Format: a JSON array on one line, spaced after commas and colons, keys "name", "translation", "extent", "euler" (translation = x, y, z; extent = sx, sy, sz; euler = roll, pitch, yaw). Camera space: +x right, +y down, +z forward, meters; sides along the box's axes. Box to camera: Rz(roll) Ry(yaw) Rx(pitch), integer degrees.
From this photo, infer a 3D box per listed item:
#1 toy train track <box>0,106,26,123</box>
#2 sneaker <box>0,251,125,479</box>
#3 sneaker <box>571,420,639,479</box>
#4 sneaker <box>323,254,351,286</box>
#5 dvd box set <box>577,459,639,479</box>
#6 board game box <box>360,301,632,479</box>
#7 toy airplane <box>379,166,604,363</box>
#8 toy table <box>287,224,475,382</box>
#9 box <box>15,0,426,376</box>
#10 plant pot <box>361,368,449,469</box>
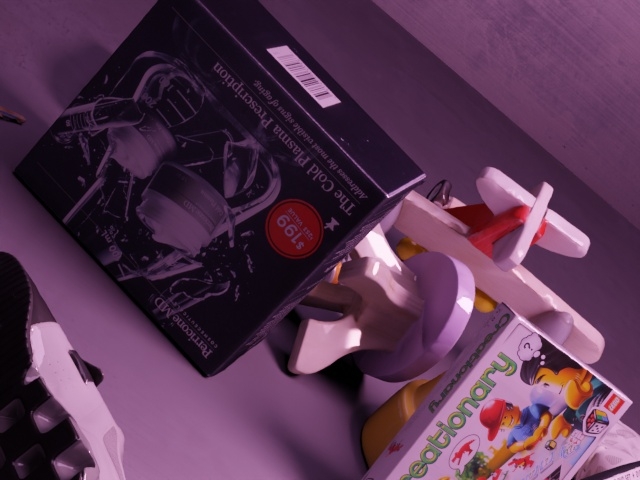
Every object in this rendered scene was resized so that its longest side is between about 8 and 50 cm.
[{"name": "toy train track", "translation": [-0.391, -0.155, 1.747], "extent": [0.048, 0.014, 0.083], "euler": [49, 14, 31]}, {"name": "sneaker", "translation": [-0.255, 0.154, 1.300], "extent": [0.146, 0.122, 0.330], "euler": [48, 10, -49]}, {"name": "sneaker", "translation": [0.367, 0.320, 2.104], "extent": [0.257, 0.169, 0.447], "euler": [41, 11, 16]}, {"name": "sneaker", "translation": [0.000, 0.000, 2.095], "extent": [0.083, 0.084, 0.214], "euler": [30, 34, -41]}, {"name": "dvd box set", "translation": [0.380, 0.473, 1.659], "extent": [0.308, 0.062, 0.420], "euler": [5, 71, -61]}, {"name": "board game box", "translation": [0.189, 0.245, 1.651], "extent": [0.193, 0.305, 0.053], "euler": [36, 4, -20]}, {"name": "toy airplane", "translation": [0.214, 0.040, 2.136], "extent": [0.386, 0.272, 0.384], "euler": [27, -14, 33]}, {"name": "toy table", "translation": [0.062, 0.078, 1.867], "extent": [0.161, 0.274, 0.252], "euler": [24, 60, -21]}, {"name": "box", "translation": [-0.116, -0.078, 1.688], "extent": [0.343, 0.312, 0.179], "euler": [46, 21, 5]}, {"name": "plant pot", "translation": [0.221, 0.243, 1.809], "extent": [0.254, 0.239, 0.254], "euler": [37, 21, -17]}]
